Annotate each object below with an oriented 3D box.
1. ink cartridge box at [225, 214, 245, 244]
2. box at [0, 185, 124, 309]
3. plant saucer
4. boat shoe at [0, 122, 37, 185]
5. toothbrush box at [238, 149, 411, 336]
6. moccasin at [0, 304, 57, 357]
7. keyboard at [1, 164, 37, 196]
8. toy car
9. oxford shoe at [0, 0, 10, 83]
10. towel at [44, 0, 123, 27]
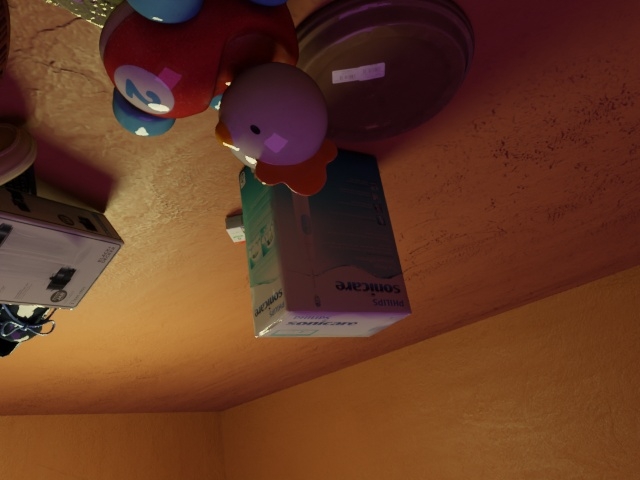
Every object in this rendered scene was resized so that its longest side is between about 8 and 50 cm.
[{"bbox_3d":[-0.149,-0.016,1.096,0.063,0.029,0.115,-11,155,2],"label":"ink cartridge box"},{"bbox_3d":[-0.483,0.011,0.844,0.169,0.087,0.290,-51,151,12],"label":"box"},{"bbox_3d":[0.076,-0.219,0.737,0.278,0.041,0.278,-7,155,-3],"label":"plant saucer"},{"bbox_3d":[-0.511,-0.105,0.663,0.285,0.104,0.089,-15,145,-17],"label":"boat shoe"},{"bbox_3d":[0.000,0.000,0.871,0.216,0.295,0.126,5,151,-30],"label":"toothbrush box"},{"bbox_3d":[-0.662,0.175,1.205,0.138,0.116,0.342,8,150,-34],"label":"moccasin"},{"bbox_3d":[-0.506,-0.077,0.839,0.108,0.023,0.180,2,152,-24],"label":"keyboard"},{"bbox_3d":[-0.082,-0.143,0.551,0.210,0.238,0.219,-26,168,-31],"label":"toy car"},{"bbox_3d":[-0.385,-0.236,0.483,0.130,0.123,0.348,24,150,-6],"label":"oxford shoe"},{"bbox_3d":[-0.201,-0.260,0.558,0.148,0.027,0.110,14,145,-40],"label":"towel"}]
